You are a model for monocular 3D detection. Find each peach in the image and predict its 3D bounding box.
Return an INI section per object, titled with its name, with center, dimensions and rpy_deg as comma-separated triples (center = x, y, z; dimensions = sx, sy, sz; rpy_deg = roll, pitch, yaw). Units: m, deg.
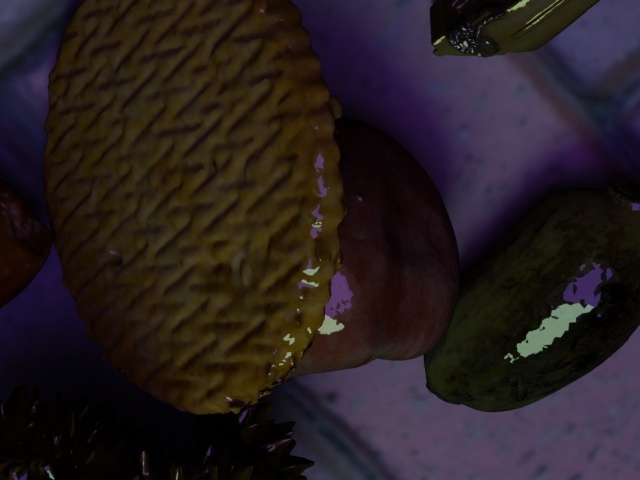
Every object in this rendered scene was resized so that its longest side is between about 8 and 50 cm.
[peach]
center = 0.000, 0.000, 0.913
dimensions = 0.152, 0.152, 0.152
rpy_deg = 0, 116, 1

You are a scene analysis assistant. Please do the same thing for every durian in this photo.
[durian]
center = -0.118, 0.191, 0.925
dimensions = 0.258, 0.293, 0.258
rpy_deg = 0, 94, 3

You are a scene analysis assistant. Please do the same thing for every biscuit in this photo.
[biscuit]
center = -0.068, -0.034, 0.848
dimensions = 0.035, 0.254, 0.254
rpy_deg = -7, 122, -38

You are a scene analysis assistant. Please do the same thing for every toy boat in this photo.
[toy boat]
center = 0.127, -0.166, 0.851
dimensions = 0.077, 0.057, 0.200
rpy_deg = 33, 124, -23

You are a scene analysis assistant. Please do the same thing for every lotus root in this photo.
[lotus root]
center = 0.130, 0.036, 0.946
dimensions = 0.089, 0.080, 0.179
rpy_deg = 37, 112, -15

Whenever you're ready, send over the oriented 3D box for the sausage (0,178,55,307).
[sausage]
center = -0.314, 0.039, 0.945
dimensions = 0.348, 0.097, 0.094
rpy_deg = -17, 97, 12
